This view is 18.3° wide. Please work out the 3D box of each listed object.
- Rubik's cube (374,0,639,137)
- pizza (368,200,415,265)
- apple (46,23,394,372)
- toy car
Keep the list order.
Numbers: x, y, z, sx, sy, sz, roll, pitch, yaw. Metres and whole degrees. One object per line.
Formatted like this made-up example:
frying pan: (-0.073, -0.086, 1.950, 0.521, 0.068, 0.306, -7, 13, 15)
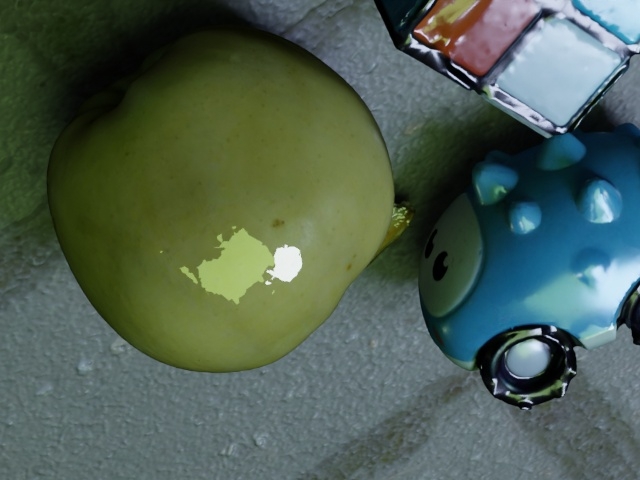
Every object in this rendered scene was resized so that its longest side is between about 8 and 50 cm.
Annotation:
Rubik's cube: (0.150, -0.212, 1.483, 0.180, 0.167, 0.183, 26, 117, -29)
pizza: (0.000, 0.000, 1.680, 0.160, 0.036, 0.099, -35, 126, 11)
apple: (-0.077, -0.034, 1.516, 0.262, 0.262, 0.262, -7, 126, -9)
toy car: (0.194, 0.000, 1.636, 0.255, 0.188, 0.190, -23, 119, 6)
